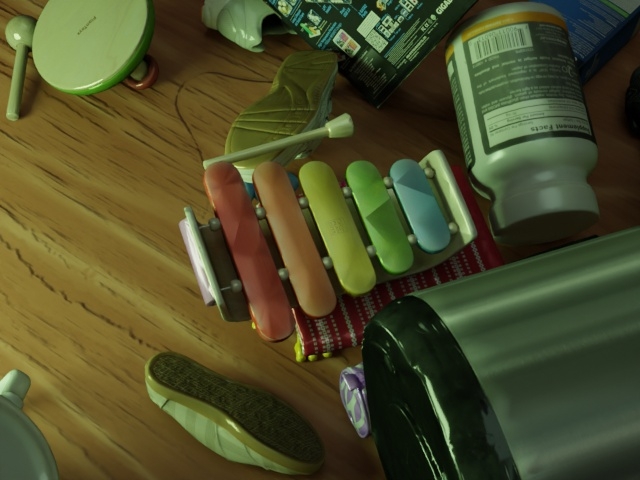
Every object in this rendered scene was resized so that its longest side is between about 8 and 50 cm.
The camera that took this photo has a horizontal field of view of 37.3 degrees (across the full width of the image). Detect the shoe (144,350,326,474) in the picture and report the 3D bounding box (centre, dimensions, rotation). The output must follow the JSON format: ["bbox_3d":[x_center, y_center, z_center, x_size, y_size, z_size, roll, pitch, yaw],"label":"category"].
[{"bbox_3d":[-0.095,0.194,1.029,0.219,0.058,0.076,28,37,9],"label":"shoe"}]

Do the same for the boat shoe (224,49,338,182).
[{"bbox_3d":[-0.036,-0.144,1.219,0.098,0.096,0.277,9,40,20],"label":"boat shoe"}]

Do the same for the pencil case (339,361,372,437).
[{"bbox_3d":[0.122,0.150,1.054,0.206,0.088,0.086,-19,57,-17],"label":"pencil case"}]

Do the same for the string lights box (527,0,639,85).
[{"bbox_3d":[0.360,-0.303,1.396,0.133,0.077,0.259,37,60,20],"label":"string lights box"}]

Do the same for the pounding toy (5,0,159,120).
[{"bbox_3d":[-0.310,-0.257,1.306,0.236,0.110,0.183,-18,66,17],"label":"pounding toy"}]

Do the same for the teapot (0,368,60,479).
[{"bbox_3d":[-0.377,0.253,0.888,0.256,0.187,0.253,-2,72,-38],"label":"teapot"}]

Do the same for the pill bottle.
[{"bbox_3d":[0.257,-0.145,1.201,0.162,0.162,0.278,-5,73,-9],"label":"pill bottle"}]

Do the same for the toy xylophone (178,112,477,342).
[{"bbox_3d":[-0.006,-0.029,1.037,0.322,0.081,0.236,-23,73,-22],"label":"toy xylophone"}]

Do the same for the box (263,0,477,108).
[{"bbox_3d":[0.042,-0.349,1.217,0.293,0.295,0.073,43,61,-2],"label":"box"}]

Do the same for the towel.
[{"bbox_3d":[0.080,0.018,1.103,0.274,0.031,0.199,-11,64,-18],"label":"towel"}]

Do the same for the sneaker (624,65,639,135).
[{"bbox_3d":[0.529,-0.158,1.309,0.227,0.087,0.130,20,58,12],"label":"sneaker"}]

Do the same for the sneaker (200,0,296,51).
[{"bbox_3d":[-0.047,-0.365,1.403,0.121,0.099,0.262,42,69,13],"label":"sneaker"}]

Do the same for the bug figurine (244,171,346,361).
[{"bbox_3d":[0.000,0.000,1.156,0.216,0.072,0.279,-11,57,-13],"label":"bug figurine"}]

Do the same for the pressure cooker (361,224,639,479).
[{"bbox_3d":[0.281,0.179,0.852,0.420,0.370,0.376,-16,84,-8],"label":"pressure cooker"}]
